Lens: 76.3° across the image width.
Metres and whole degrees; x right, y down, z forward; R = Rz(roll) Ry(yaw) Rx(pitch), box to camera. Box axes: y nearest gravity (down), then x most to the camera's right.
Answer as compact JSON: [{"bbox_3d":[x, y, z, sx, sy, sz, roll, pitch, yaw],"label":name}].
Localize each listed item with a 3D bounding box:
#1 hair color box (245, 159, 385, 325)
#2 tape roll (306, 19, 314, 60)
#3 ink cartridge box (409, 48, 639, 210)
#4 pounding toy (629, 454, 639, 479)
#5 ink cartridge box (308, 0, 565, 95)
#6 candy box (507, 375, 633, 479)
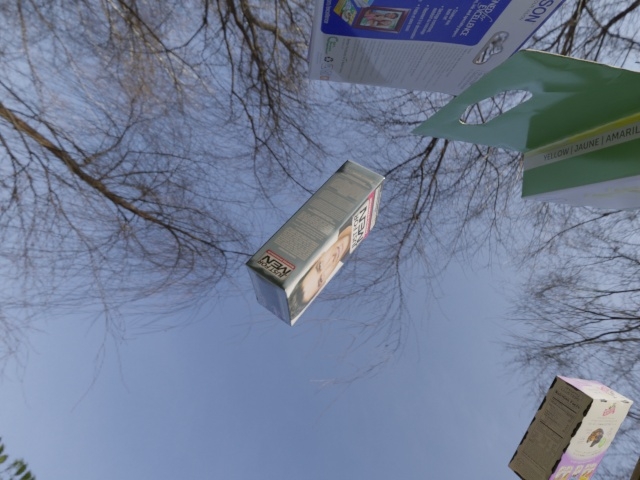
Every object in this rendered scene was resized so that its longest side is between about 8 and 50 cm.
[{"bbox_3d":[0.000,0.000,0.966,0.114,0.185,0.374,32,-118,21],"label":"hair color box"},{"bbox_3d":[0.070,-0.401,0.861,0.189,0.189,0.080,22,-66,24],"label":"tape roll"},{"bbox_3d":[0.208,-0.066,0.312,0.236,0.171,0.056,4,-92,-8],"label":"ink cartridge box"},{"bbox_3d":[0.490,0.351,0.539,0.100,0.130,0.141,34,-99,-15],"label":"pounding toy"},{"bbox_3d":[0.143,-0.320,0.604,0.308,0.303,0.072,2,-97,-5],"label":"ink cartridge box"},{"bbox_3d":[0.456,0.353,0.743,0.070,0.165,0.196,35,-75,57],"label":"candy box"}]
